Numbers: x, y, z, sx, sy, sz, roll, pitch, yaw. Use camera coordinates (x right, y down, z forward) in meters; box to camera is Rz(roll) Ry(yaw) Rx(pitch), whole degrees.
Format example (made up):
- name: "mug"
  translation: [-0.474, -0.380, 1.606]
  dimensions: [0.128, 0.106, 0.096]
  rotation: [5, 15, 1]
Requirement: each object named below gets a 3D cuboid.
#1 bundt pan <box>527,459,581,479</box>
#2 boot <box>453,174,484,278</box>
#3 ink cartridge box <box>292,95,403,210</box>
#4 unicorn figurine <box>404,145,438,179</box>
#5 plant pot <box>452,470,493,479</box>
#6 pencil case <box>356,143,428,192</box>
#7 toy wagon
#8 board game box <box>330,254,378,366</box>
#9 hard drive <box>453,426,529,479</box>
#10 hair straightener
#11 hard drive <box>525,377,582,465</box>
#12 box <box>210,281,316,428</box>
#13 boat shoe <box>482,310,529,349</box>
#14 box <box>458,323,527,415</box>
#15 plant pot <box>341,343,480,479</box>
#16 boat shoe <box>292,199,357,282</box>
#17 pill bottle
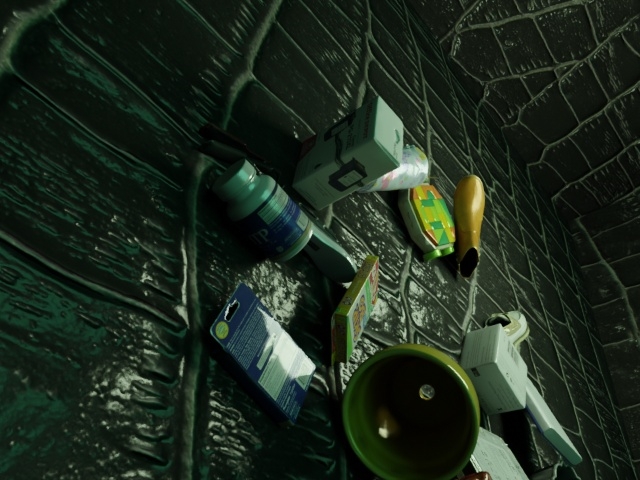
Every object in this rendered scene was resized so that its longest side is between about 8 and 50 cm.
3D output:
- name: "bundt pan"
  translation: [0.671, 0.804, 1.548]
  dimensions: [0.330, 0.124, 0.331]
  rotation: [35, 42, -38]
- name: "boot"
  translation: [0.486, -0.042, 1.782]
  dimensions: [0.211, 0.104, 0.295]
  rotation: [-77, 167, -58]
- name: "ink cartridge box"
  translation: [0.064, -0.199, 1.261]
  dimensions: [0.100, 0.237, 0.172]
  rotation: [42, 38, -30]
- name: "unicorn figurine"
  translation: [0.297, -0.249, 1.808]
  dimensions: [0.161, 0.060, 0.111]
  rotation: [4, 64, -36]
- name: "plant pot"
  translation: [0.275, 0.597, 1.024]
  dimensions: [0.272, 0.272, 0.265]
  rotation: [11, 51, -52]
- name: "pencil case"
  translation: [0.187, -0.199, 1.517]
  dimensions: [0.273, 0.113, 0.124]
  rotation: [-12, 118, -47]
- name: "toy wagon"
  translation: [0.349, -0.079, 1.744]
  dimensions: [0.344, 0.068, 0.267]
  rotation: [-8, 75, -56]
- name: "board game box"
  translation: [0.076, 0.147, 1.179]
  dimensions: [0.259, 0.039, 0.124]
  rotation: [-49, 144, -53]
- name: "hard drive"
  translation: [0.406, 0.551, 1.320]
  dimensions: [0.339, 0.064, 0.237]
  rotation: [36, 18, -37]
- name: "hair straightener"
  translation: [-0.151, -0.147, 1.112]
  dimensions: [0.230, 0.047, 0.089]
  rotation: [30, 46, -48]
- name: "hard drive"
  translation: [0.669, 0.513, 1.708]
  dimensions: [0.210, 0.040, 0.319]
  rotation: [45, 15, -27]
- name: "box"
  translation: [-0.101, 0.193, 0.946]
  dimensions: [0.225, 0.036, 0.136]
  rotation: [54, 33, -19]
- name: "boat shoe"
  translation: [0.610, 0.290, 1.822]
  dimensions: [0.302, 0.113, 0.103]
  rotation: [-31, 100, -57]
- name: "box"
  translation: [0.506, 0.375, 1.609]
  dimensions: [0.181, 0.119, 0.182]
  rotation: [55, 34, -15]
- name: "plant pot"
  translation: [0.196, 0.326, 1.106]
  dimensions: [0.239, 0.253, 0.254]
  rotation: [4, 64, -70]
- name: "boat shoe"
  translation: [0.000, 0.000, 1.194]
  dimensions: [0.228, 0.080, 0.076]
  rotation: [40, 40, -21]
- name: "pill bottle"
  translation: [-0.110, -0.057, 1.035]
  dimensions: [0.187, 0.112, 0.112]
  rotation: [48, 36, -24]
